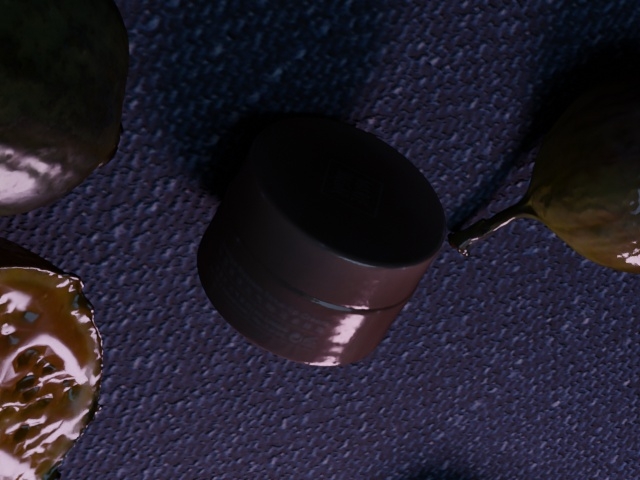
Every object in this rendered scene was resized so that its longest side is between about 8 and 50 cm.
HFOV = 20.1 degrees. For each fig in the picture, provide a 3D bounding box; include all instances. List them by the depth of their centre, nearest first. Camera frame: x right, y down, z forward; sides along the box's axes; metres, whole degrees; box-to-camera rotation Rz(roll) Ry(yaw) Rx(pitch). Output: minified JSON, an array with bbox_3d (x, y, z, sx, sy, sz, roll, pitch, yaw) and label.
[{"bbox_3d":[0.204,-0.033,1.358,0.230,0.143,0.160,-24,113,7],"label":"fig"}]

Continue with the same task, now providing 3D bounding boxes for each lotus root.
[{"bbox_3d":[-0.203,-0.109,0.999,0.173,0.173,0.309,-40,144,16],"label":"lotus root"}]

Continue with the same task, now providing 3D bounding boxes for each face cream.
[{"bbox_3d":[0.000,0.000,1.252,0.149,0.149,0.104,1,136,-33],"label":"face cream"}]

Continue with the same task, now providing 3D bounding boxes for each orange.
[{"bbox_3d":[-0.292,0.138,1.150,0.274,0.310,0.274,12,170,2],"label":"orange"}]
